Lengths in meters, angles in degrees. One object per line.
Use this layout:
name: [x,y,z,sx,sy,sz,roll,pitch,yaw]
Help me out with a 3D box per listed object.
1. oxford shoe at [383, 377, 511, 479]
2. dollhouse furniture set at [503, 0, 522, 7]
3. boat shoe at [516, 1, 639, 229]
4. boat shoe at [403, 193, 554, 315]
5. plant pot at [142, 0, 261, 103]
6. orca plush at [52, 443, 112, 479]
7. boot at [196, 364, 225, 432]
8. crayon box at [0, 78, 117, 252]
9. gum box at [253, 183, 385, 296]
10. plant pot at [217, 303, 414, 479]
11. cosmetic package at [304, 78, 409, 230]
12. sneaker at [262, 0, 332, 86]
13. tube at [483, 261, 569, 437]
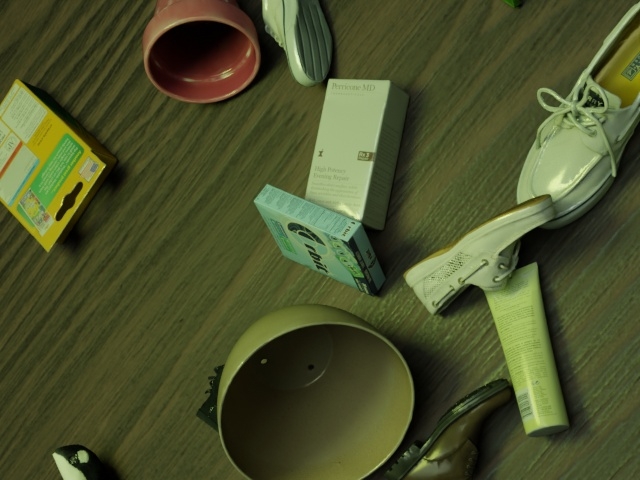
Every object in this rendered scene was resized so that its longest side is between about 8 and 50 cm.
oxford shoe: [0.201,0.290,1.469,0.096,0.083,0.227,45,104,12]
dollhouse furniture set: [0.339,-0.428,1.571,0.152,0.058,0.076,-41,53,-6]
boat shoe: [0.382,-0.183,1.413,0.136,0.156,0.367,43,101,30]
boat shoe: [0.241,0.027,1.469,0.277,0.098,0.096,-37,79,45]
plant pot: [-0.212,-0.371,1.788,0.201,0.201,0.180,-28,51,22]
orca plush: [-0.341,0.456,1.723,0.102,0.151,0.287,-29,59,-13]
boot: [-0.143,0.268,1.683,0.121,0.045,0.099,28,90,32]
crayon box: [-0.528,-0.139,1.970,0.323,0.083,0.203,41,100,31]
gum box: [0.000,0.000,1.592,0.184,0.157,0.041,24,66,32]
plant pot: [-0.023,0.206,1.523,0.284,0.284,0.191,-52,24,10]
cosmetic package: [0.056,-0.137,1.634,0.117,0.085,0.231,6,84,30]
sneaker: [-0.046,-0.368,1.752,0.091,0.094,0.258,-29,61,42]
tube: [0.295,0.154,1.451,0.070,0.062,0.240,-8,66,-7]
